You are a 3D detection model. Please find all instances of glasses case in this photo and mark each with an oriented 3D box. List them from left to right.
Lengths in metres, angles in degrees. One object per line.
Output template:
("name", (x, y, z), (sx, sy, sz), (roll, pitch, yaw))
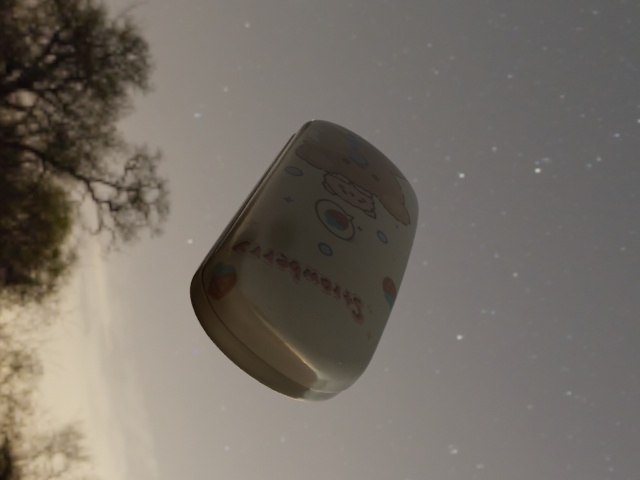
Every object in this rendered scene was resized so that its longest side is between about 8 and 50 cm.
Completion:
("glasses case", (0.000, 0.000, 0.458), (0.051, 0.081, 0.204), (-47, -170, 28))
